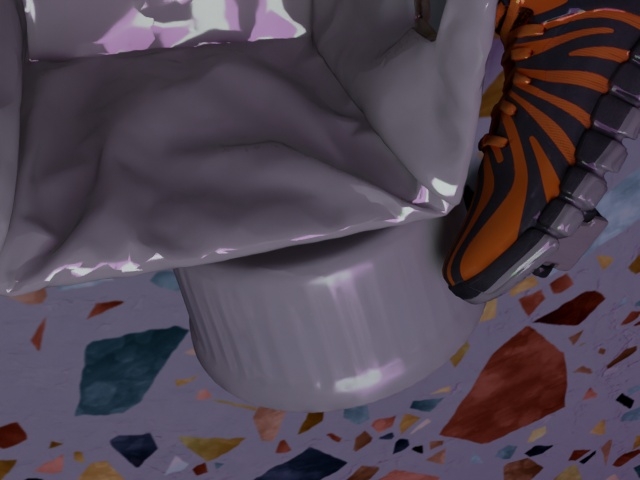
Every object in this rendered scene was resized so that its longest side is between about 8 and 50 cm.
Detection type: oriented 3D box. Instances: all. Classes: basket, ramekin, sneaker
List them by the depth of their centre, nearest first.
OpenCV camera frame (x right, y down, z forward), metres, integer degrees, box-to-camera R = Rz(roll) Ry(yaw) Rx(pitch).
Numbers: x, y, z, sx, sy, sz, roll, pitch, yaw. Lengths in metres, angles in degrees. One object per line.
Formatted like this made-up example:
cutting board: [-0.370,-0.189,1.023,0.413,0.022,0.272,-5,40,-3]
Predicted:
basket: [-0.083,-0.186,0.508,0.331,0.266,0.328,-9,132,-13]
sneaker: [0.144,-0.122,0.595,0.180,0.124,0.321,33,88,-2]
ramekin: [0.000,0.000,0.707,0.277,0.277,0.135,-20,125,-4]

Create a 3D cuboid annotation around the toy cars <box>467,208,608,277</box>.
toy cars: [0.127,0.016,0.897,0.394,0.087,0.176,-23,139,-5]
